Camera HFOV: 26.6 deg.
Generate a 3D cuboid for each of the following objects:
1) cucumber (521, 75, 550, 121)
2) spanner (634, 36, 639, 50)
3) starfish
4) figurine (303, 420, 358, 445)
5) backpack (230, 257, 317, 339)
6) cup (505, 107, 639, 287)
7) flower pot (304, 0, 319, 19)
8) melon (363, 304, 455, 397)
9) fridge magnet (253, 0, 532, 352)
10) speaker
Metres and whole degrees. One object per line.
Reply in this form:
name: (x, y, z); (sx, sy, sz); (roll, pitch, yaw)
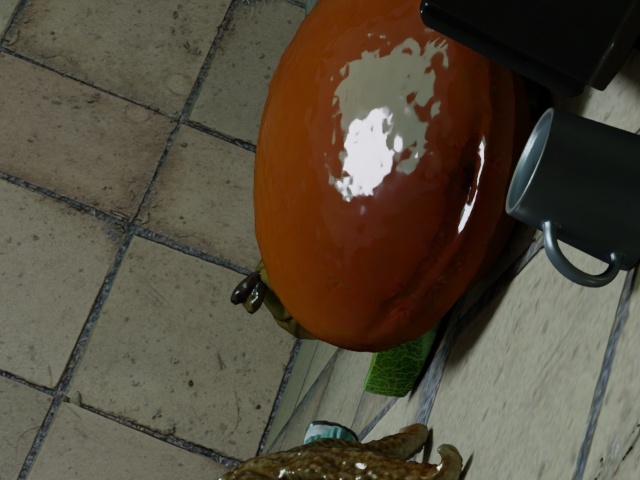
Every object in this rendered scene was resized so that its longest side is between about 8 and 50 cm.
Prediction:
cucumber: (0.177, -0.149, 1.340); (0.265, 0.077, 0.077); (-158, 90, -87)
spanner: (0.219, -0.122, 0.843); (0.316, 0.024, 0.087); (-78, 7, -76)
starfish: (-0.044, 0.221, 1.084); (0.375, 0.094, 0.327); (-23, -10, -33)
figurine: (-0.002, 0.271, 1.323); (0.245, 0.110, 0.138); (-67, -10, -71)
backpack: (0.005, 0.004, 2.222); (0.353, 0.201, 0.378); (-65, 4, -21)
cup: (0.152, -0.022, 0.781); (0.078, 0.077, 0.100); (116, 174, -62)
flower pot: (0.119, -0.298, 1.611); (0.293, 0.294, 0.330); (-73, -2, -59)
melon: (0.100, 0.059, 1.368); (0.118, 0.064, 0.209); (-84, 13, -77)
fridge magnet: (0.059, -0.078, 1.233); (0.363, 0.155, 0.363); (-17, 70, 55)
speaker: (0.165, -0.222, 0.962); (0.192, 0.153, 0.231); (-62, 2, 15)
